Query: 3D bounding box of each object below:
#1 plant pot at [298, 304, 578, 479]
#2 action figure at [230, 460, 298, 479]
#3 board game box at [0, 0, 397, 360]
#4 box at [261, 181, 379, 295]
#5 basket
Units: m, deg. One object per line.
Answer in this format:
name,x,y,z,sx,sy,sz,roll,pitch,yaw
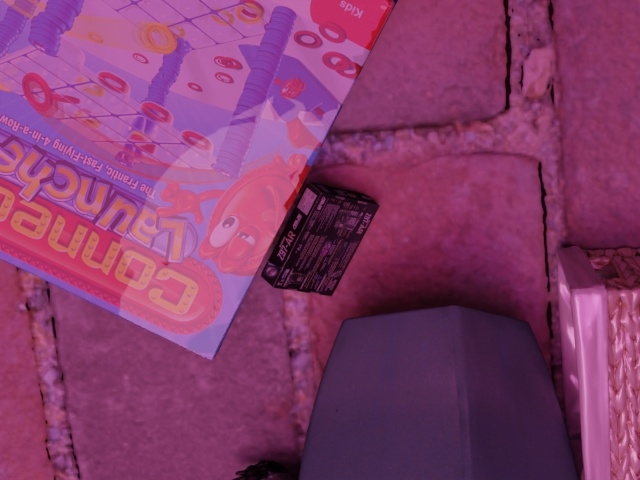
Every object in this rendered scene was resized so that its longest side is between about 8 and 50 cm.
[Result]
plant pot,0.085,0.172,1.222,0.165,0.165,0.234,-10,76,37
action figure,-0.035,0.318,1.315,0.140,0.164,0.276,-6,97,-15
board game box,-0.145,-0.115,1.228,0.308,0.086,0.302,26,105,-4
box,0.000,0.000,1.267,0.067,0.018,0.083,9,114,-46
basket,0.236,0.093,1.253,0.103,0.113,0.167,-6,106,3
